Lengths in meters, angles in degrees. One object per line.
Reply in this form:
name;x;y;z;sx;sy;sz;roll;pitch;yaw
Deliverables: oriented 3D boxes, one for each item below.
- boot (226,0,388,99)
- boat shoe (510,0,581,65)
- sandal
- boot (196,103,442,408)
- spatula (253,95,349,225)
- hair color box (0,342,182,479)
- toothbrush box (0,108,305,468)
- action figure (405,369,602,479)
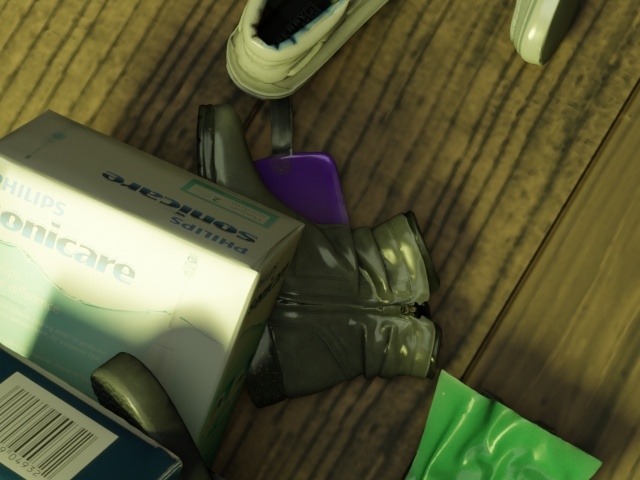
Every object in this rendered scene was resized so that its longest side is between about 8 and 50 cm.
boot;0.029;-0.218;1.426;0.095;0.123;0.258;36;78;-1
boat shoe;0.174;-0.247;1.462;0.081;0.079;0.227;15;82;16
sandal;-0.071;0.181;1.290;0.054;0.097;0.254;-35;117;-23
boot;0.000;0.000;1.447;0.161;0.083;0.246;-14;100;0
spatula;-0.034;-0.121;1.487;0.084;0.030;0.296;-9;84;10
hair color box;-0.219;0.250;1.305;0.174;0.105;0.347;31;130;17
toothbrush box;-0.170;0.087;1.384;0.216;0.126;0.295;23;112;7
action figure;0.093;0.228;1.430;0.137;0.063;0.232;31;95;6
